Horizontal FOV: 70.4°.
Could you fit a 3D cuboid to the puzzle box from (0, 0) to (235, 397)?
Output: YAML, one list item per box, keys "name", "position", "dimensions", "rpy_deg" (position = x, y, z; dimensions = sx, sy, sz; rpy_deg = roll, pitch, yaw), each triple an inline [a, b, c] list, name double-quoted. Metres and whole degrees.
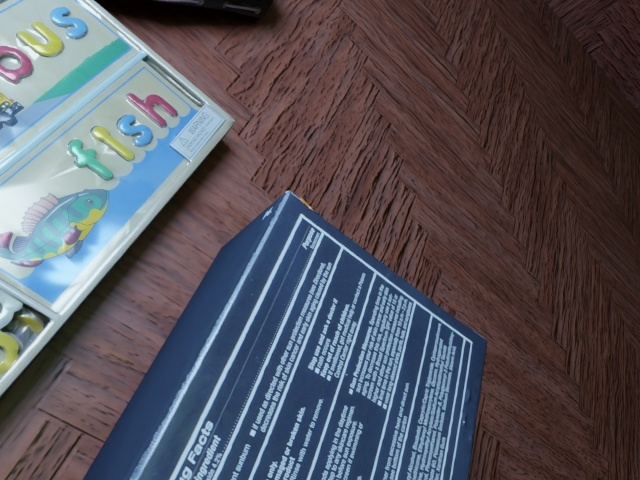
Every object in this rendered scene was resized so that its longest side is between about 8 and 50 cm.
- name: "puzzle box"
  position: [-0.297, -0.081, 0.446]
  dimensions: [0.272, 0.052, 0.408]
  rpy_deg: [38, 54, -15]

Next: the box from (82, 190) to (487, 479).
- name: "box"
  position: [-0.014, 0.166, 0.458]
  dimensions: [0.294, 0.183, 0.296]
  rpy_deg: [37, 53, -18]

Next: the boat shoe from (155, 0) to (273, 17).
- name: "boat shoe"
  position: [-0.197, -0.352, 0.607]
  dimensions: [0.335, 0.095, 0.112]
  rpy_deg: [-15, 65, -33]

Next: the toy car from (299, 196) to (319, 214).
- name: "toy car"
  position: [0.000, 0.000, 0.619]
  dimensions: [0.041, 0.060, 0.122]
  rpy_deg: [-39, 89, -7]
